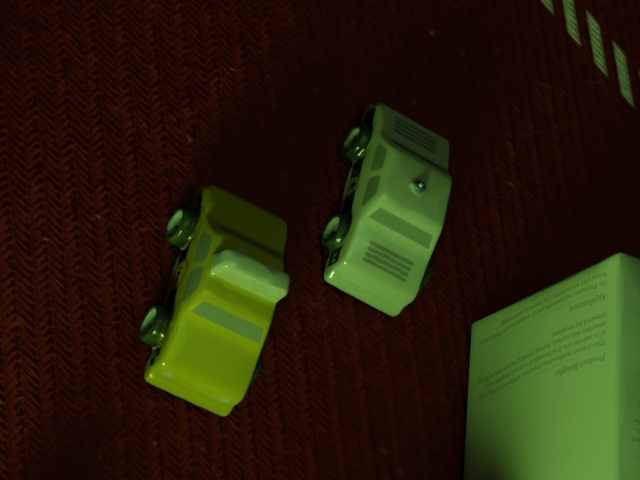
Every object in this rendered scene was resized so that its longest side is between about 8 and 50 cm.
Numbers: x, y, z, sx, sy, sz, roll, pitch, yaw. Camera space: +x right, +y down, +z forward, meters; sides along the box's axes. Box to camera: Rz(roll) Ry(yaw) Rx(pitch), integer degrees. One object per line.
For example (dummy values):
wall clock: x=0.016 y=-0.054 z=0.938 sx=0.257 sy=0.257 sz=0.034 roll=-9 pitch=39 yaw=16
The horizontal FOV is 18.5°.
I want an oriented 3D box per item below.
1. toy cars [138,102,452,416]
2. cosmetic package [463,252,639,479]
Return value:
toy cars: x=0.000 y=0.000 z=1.651 sx=0.393 sy=0.087 sz=0.176 roll=-28 pitch=89 yaw=-39
cosmetic package: x=0.234 y=0.231 z=1.640 sx=0.156 sy=0.217 sz=0.385 roll=18 pitch=64 yaw=-28
